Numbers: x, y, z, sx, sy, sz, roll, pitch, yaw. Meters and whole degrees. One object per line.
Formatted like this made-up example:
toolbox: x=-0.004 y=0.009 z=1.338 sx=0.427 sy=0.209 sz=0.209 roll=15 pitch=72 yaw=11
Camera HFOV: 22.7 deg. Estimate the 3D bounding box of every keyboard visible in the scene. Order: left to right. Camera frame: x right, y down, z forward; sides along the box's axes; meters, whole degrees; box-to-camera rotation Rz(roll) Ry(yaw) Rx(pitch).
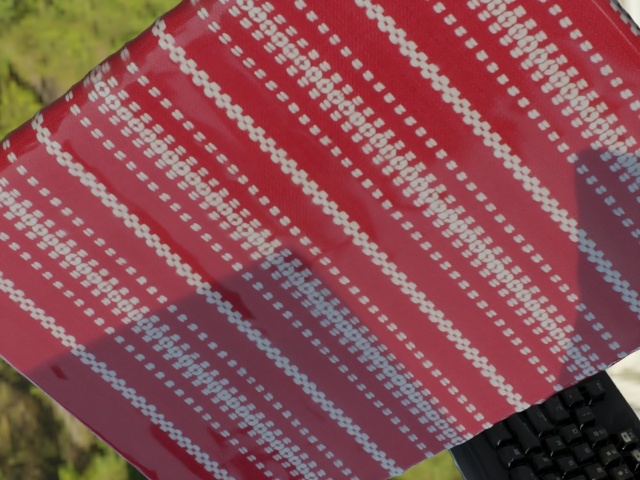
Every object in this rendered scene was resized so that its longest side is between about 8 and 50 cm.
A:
keyboard: x=0.210 y=0.186 z=0.835 sx=0.201 sy=0.033 sz=0.317 roll=-12 pitch=-123 yaw=-31

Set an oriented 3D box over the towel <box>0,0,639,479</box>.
towel: x=0.000 y=0.000 z=0.553 sx=0.275 sy=0.199 sz=0.031 roll=-32 pitch=-153 yaw=30
